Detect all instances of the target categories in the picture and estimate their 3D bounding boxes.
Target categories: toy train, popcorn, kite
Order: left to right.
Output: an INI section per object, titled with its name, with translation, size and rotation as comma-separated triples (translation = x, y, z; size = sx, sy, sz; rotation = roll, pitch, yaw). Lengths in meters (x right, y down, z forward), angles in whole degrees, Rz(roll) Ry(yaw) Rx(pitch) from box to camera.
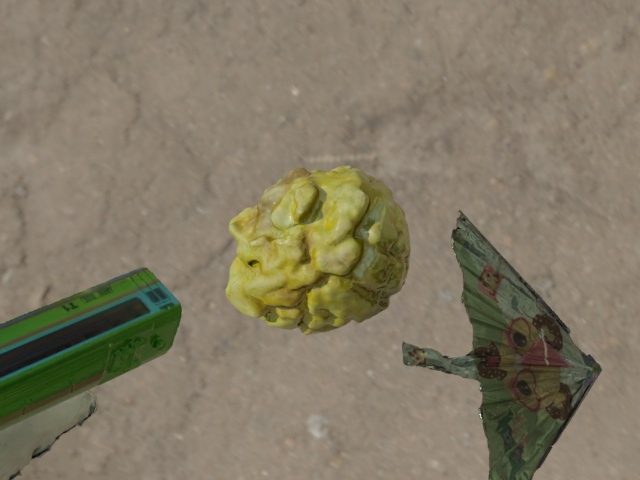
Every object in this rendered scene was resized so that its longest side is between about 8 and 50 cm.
[toy train]
translation = -0.162, 0.073, 0.758
size = 0.042, 0.209, 0.044
rotation = 42, 133, 24
[popcorn]
translation = 0.000, 0.000, 0.924
size = 0.116, 0.121, 0.106
rotation = 16, 53, -2
[kite]
translation = 0.189, 0.124, 1.495
size = 0.013, 0.267, 0.323
rotation = -30, 62, 49

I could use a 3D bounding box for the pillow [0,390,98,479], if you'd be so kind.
[pillow]
translation = -0.278, 0.155, 1.080
size = 0.229, 0.128, 0.051
rotation = -40, 36, 26
